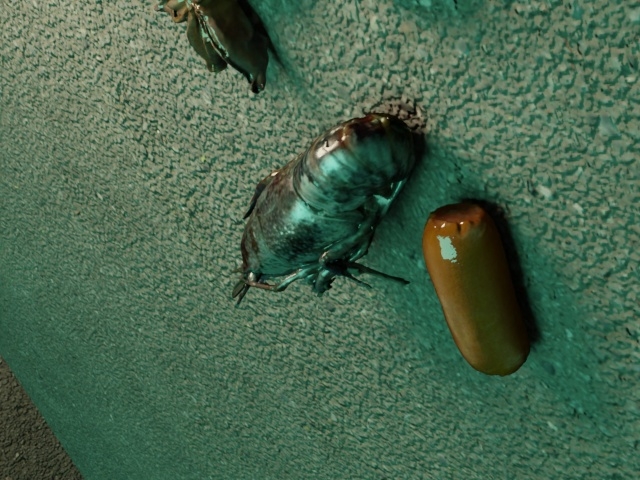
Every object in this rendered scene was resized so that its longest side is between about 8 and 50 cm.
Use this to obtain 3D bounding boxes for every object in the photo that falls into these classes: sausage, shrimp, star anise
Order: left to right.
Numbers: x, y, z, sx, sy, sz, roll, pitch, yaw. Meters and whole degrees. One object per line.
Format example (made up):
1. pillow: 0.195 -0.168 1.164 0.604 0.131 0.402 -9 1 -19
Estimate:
1. star anise: -0.123 -0.264 1.017 0.172 0.063 0.208 32 149 37
2. shrimp: 0.000 -0.001 1.046 0.172 0.137 0.372 61 152 17
3. sausage: 0.154 0.053 0.971 0.076 0.076 0.197 14 136 47
